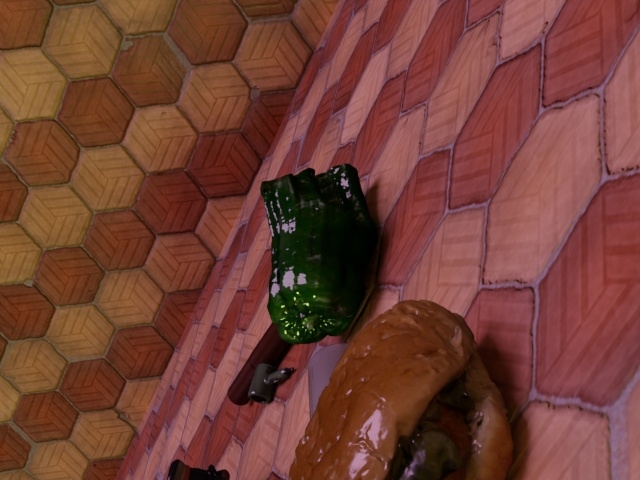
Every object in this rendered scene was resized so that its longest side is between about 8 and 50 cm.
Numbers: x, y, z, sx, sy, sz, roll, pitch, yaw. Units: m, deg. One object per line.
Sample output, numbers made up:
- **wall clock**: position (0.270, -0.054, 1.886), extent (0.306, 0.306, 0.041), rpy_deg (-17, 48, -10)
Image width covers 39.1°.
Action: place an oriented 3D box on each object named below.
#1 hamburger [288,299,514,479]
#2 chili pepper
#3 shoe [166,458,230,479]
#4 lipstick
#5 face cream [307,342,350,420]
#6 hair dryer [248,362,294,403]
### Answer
- **hamburger**: position (0.085, 0.219, 0.914), extent (0.329, 0.162, 0.209), rpy_deg (-65, 12, -7)
- **chili pepper**: position (0.007, -0.006, 1.526), extent (0.168, 0.213, 0.384), rpy_deg (-15, 44, 18)
- **shoe**: position (-0.198, 0.526, 1.601), extent (0.114, 0.137, 0.290), rpy_deg (-133, 38, -82)
- **lipstick**: position (-0.100, 0.218, 1.828), extent (0.356, 0.057, 0.057), rpy_deg (-56, 19, 39)
- **face cream**: position (0.033, 0.240, 1.211), extent (0.214, 0.096, 0.095), rpy_deg (-94, 29, -60)
- **hair dryer**: position (-0.089, 0.265, 1.754), extent (0.150, 0.047, 0.071), rpy_deg (-38, 32, 53)
